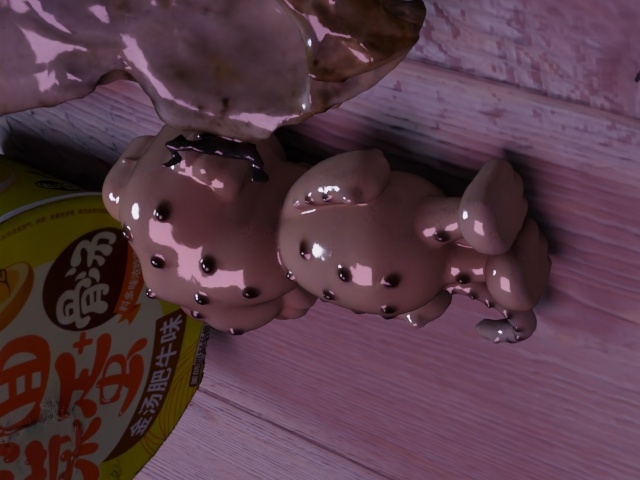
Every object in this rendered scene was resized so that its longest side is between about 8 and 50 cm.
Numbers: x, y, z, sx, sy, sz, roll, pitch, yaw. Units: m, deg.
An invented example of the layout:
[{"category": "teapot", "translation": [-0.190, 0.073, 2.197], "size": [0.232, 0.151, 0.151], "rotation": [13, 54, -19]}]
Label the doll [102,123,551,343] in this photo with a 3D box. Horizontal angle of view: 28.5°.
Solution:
[{"category": "doll", "translation": [0.000, -0.001, 0.749], "size": [0.278, 0.119, 0.154], "rotation": [9, 140, 29]}]

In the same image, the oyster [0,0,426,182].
[{"category": "oyster", "translation": [-0.110, -0.123, 0.618], "size": [0.337, 0.198, 0.133], "rotation": [18, 144, 20]}]

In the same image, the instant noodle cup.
[{"category": "instant noodle cup", "translation": [-0.268, 0.061, 0.985], "size": [0.221, 0.311, 0.311], "rotation": [31, 152, 37]}]
